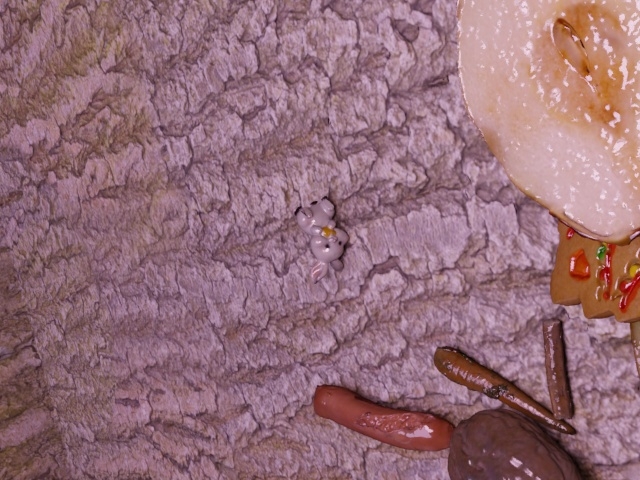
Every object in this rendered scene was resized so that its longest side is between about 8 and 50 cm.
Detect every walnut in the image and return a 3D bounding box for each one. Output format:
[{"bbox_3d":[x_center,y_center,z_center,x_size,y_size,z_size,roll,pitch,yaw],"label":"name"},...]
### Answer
[{"bbox_3d":[0.271,0.340,1.371,0.230,0.178,0.178,48,136,42],"label":"walnut"}]

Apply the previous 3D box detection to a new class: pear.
[{"bbox_3d":[0.341,-0.203,1.060,0.340,0.191,0.387,-27,83,48],"label":"pear"}]

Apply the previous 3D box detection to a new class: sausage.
[{"bbox_3d":[0.100,0.305,1.620,0.304,0.078,0.078,9,111,47],"label":"sausage"}]

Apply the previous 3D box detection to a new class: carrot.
[{"bbox_3d":[0.270,0.226,1.424,0.254,0.049,0.049,27,123,35],"label":"carrot"}]

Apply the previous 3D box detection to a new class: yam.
[{"bbox_3d":[0.333,0.183,1.341,0.032,0.032,0.146,2,104,49],"label":"yam"}]

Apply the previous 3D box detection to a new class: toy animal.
[{"bbox_3d":[0.003,-0.003,1.618,0.085,0.071,0.124,-41,72,47],"label":"toy animal"}]

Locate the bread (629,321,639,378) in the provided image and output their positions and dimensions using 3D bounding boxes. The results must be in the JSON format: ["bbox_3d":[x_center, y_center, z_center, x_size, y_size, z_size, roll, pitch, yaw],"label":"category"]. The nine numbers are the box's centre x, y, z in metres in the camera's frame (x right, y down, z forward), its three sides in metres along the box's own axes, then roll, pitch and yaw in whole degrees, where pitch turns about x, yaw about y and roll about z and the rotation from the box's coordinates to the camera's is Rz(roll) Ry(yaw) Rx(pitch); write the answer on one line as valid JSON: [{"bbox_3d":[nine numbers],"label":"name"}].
[{"bbox_3d":[0.472,0.129,1.129,0.236,0.070,0.236,23,121,43],"label":"bread"}]

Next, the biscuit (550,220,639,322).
[{"bbox_3d":[0.360,0.017,1.167,0.239,0.041,0.212,-124,49,-58],"label":"biscuit"}]
